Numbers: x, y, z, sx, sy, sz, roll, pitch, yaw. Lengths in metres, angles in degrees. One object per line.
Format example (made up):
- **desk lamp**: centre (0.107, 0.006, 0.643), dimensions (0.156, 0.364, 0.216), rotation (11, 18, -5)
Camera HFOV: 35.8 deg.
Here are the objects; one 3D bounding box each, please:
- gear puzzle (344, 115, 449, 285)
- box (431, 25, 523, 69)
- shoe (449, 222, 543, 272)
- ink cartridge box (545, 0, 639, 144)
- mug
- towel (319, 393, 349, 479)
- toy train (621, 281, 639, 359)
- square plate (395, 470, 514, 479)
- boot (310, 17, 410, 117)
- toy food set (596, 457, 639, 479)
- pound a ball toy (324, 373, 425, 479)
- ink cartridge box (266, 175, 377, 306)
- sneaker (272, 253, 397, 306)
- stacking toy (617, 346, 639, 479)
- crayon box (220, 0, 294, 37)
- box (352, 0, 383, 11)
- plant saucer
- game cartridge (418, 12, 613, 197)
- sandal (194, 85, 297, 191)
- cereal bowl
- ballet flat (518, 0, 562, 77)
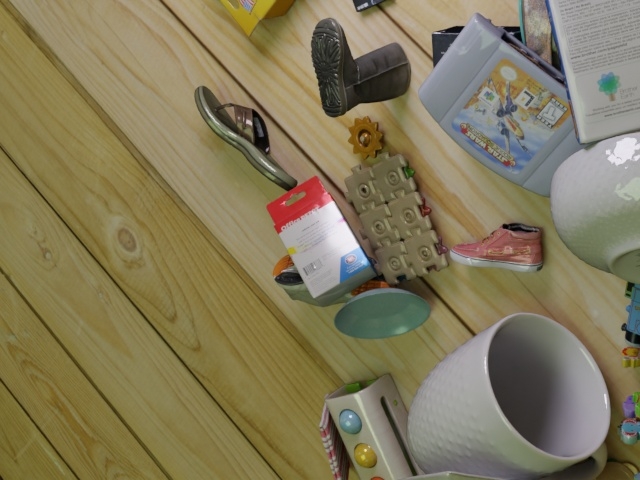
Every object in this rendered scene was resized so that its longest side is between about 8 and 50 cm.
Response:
- **gear puzzle**: centre (0.134, -0.084, 1.951), dimensions (0.175, 0.044, 0.338), rotation (-22, 91, 43)
- **box**: centre (0.283, -0.287, 1.711), dimensions (0.156, 0.093, 0.158), rotation (9, 113, 35)
- **shoe**: centre (0.323, 0.006, 1.824), dimensions (0.178, 0.063, 0.081), rotation (8, 112, 30)
- **ink cartridge box**: centre (0.463, -0.364, 1.431), dimensions (0.270, 0.151, 0.395), rotation (-13, 99, 12)
- **mug**: centre (0.355, 0.346, 1.829), dimensions (0.374, 0.276, 0.328), rotation (31, 140, -13)
- **towel**: centre (0.028, 0.455, 2.184), dimensions (0.029, 0.144, 0.197), rotation (-12, 106, 8)
- **toy train**: centre (0.567, 0.118, 1.672), dimensions (0.105, 0.080, 0.184), rotation (25, 124, 39)
- **square plate**: centre (0.288, 0.478, 1.784), dimensions (0.347, 0.344, 0.049), rotation (143, 137, -59)
- **boot**: centre (0.080, -0.325, 1.776), dimensions (0.076, 0.209, 0.189), rotation (23, 127, 41)
- **toy food set**: centre (0.554, 0.447, 1.851), dimensions (0.083, 0.020, 0.083), rotation (9, 114, 35)
- **pound a ball toy**: centre (0.102, 0.470, 2.137), dimensions (0.208, 0.136, 0.319), rotation (-20, 95, 41)
- **ink cartridge box**: centre (0.000, 0.000, 2.000), dimensions (0.134, 0.078, 0.231), rotation (-31, 67, 5)
- **sneaker**: centre (0.038, 0.094, 2.075), dimensions (0.263, 0.099, 0.121), rotation (8, 152, 20)
- **stacking toy**: centre (0.533, 0.304, 1.685), dimensions (0.052, 0.221, 0.166), rotation (1, 112, 17)
- **crayon box**: centre (-0.097, -0.573, 1.897), dimensions (0.202, 0.081, 0.318), rotation (53, 130, 8)
- **box**: centre (0.092, -0.469, 1.834), dimensions (0.083, 0.018, 0.067), rotation (-14, 99, 40)
- **plant saucer**: centre (0.121, 0.138, 1.983), dimensions (0.195, 0.195, 0.037), rotation (-40, 46, 41)
- **game cartridge**: centre (0.315, -0.208, 1.621), dimensions (0.297, 0.062, 0.198), rotation (37, 123, 1)
- **sandal**: centre (-0.145, -0.223, 2.077), dimensions (0.303, 0.120, 0.086), rotation (44, 101, 14)
- **cereal bowl**: centre (0.514, -0.023, 1.479), dimensions (0.339, 0.339, 0.141), rotation (-13, 60, 40)
- **ballet flat**: centre (0.392, -0.296, 1.625), dimensions (0.106, 0.107, 0.315), rotation (8, 123, 31)
